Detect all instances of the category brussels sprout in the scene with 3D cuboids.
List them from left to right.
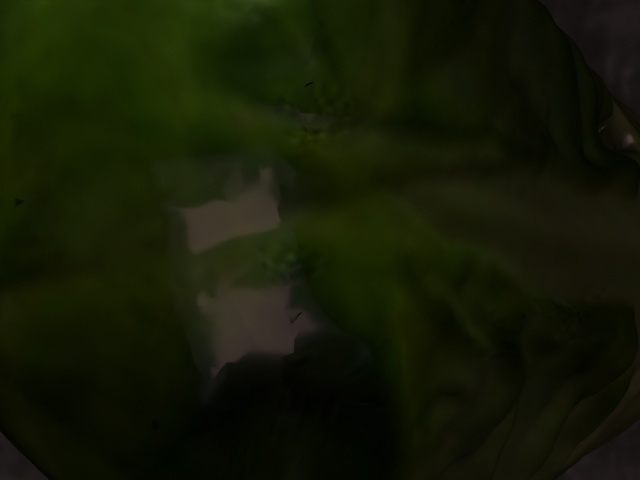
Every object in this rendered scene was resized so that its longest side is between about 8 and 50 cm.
[{"bbox_3d":[0.000,0.000,0.616,0.271,0.210,0.219,9,92,-25],"label":"brussels sprout"}]
